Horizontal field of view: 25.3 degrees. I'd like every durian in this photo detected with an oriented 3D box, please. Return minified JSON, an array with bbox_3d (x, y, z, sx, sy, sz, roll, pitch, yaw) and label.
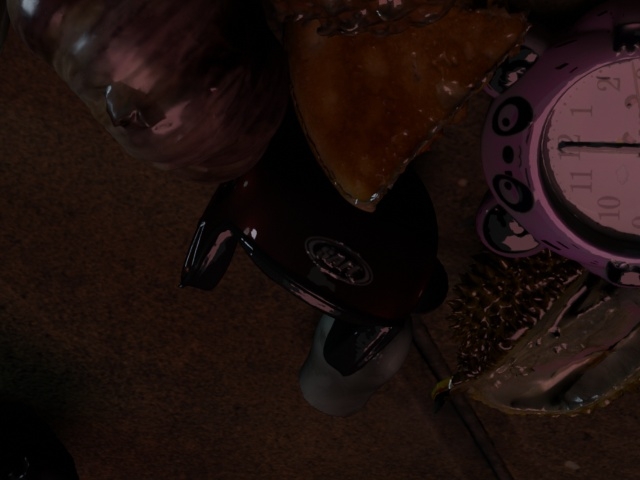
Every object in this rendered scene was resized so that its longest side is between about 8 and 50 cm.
[{"bbox_3d":[0.193,0.061,1.264,0.237,0.137,0.193,-28,131,17],"label":"durian"}]

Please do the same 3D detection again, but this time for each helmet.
[{"bbox_3d":[0.000,0.000,1.177,0.189,0.216,0.193,31,97,-11],"label":"helmet"}]

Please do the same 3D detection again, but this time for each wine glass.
[{"bbox_3d":[0.044,0.088,1.364,0.093,0.093,0.202,17,140,-12],"label":"wine glass"}]

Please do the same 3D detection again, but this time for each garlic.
[{"bbox_3d":[-0.111,-0.151,1.021,0.160,0.245,0.245,-41,130,-2],"label":"garlic"}]

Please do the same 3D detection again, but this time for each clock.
[{"bbox_3d":[0.242,-0.073,1.086,0.248,0.090,0.227,3,112,15],"label":"clock"}]

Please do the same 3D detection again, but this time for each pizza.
[{"bbox_3d":[0.069,-0.125,1.057,0.193,0.201,0.053,-6,-177,20],"label":"pizza"}]

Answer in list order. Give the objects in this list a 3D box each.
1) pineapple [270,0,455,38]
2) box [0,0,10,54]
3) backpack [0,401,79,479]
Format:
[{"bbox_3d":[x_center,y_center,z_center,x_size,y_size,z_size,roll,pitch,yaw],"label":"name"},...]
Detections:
[{"bbox_3d":[0.008,-0.216,0.948,0.193,0.166,0.166,17,140,-10],"label":"pineapple"},{"bbox_3d":[-0.383,-0.182,1.048,0.312,0.175,0.182,29,126,-25],"label":"box"},{"bbox_3d":[-0.447,0.287,1.556,0.363,0.254,0.446,35,147,-29],"label":"backpack"}]
